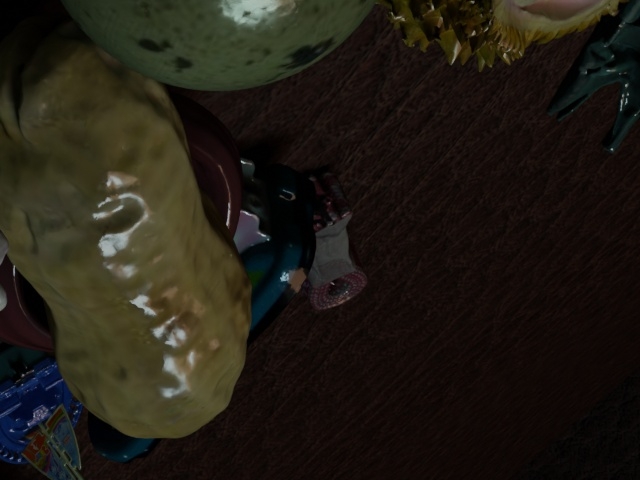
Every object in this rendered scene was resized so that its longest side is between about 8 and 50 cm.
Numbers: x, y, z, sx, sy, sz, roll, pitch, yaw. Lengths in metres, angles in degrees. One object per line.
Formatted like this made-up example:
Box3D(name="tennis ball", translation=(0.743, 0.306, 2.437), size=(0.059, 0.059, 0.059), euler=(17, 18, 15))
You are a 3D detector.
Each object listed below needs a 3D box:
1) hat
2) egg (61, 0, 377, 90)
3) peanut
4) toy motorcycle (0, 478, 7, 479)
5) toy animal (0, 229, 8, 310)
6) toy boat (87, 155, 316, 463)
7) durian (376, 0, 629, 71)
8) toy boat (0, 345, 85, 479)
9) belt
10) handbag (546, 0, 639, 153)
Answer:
Box3D(name="hat", translation=(-0.145, -0.019, 1.115), size=(0.205, 0.089, 0.205), euler=(-23, 133, -27))
Box3D(name="egg", translation=(-0.051, -0.157, 0.854), size=(0.177, 0.177, 0.228), euler=(-32, 177, -13))
Box3D(name="peanut", translation=(-0.112, -0.003, 0.989), size=(0.130, 0.130, 0.290), euler=(-32, 138, -14))
Box3D(name="toy motorcycle", translation=(-0.312, 0.364, 1.605), size=(0.319, 0.182, 0.241), euler=(-42, 133, 17))
Box3D(name="toy animal", translation=(-0.263, 0.034, 0.986), size=(0.140, 0.138, 0.282), euler=(-31, 162, -28))
Box3D(name="toy boat", translation=(-0.120, 0.054, 1.364), size=(0.092, 0.134, 0.299), euler=(24, 128, -26))
Box3D(name="durian", translation=(0.121, -0.208, 1.107), size=(0.138, 0.183, 0.250), euler=(-3, -166, 45))
Box3D(name="toy boat", translation=(-0.218, 0.155, 1.395), size=(0.091, 0.110, 0.175), euler=(-30, 162, -17))
Box3D(name="belt", translation=(0.000, 0.000, 1.496), size=(0.071, 0.053, 0.232), euler=(-28, 161, -1))
Box3D(name="handbag", translation=(0.298, -0.216, 1.281), size=(0.268, 0.100, 0.274), euler=(-57, 179, 44))
